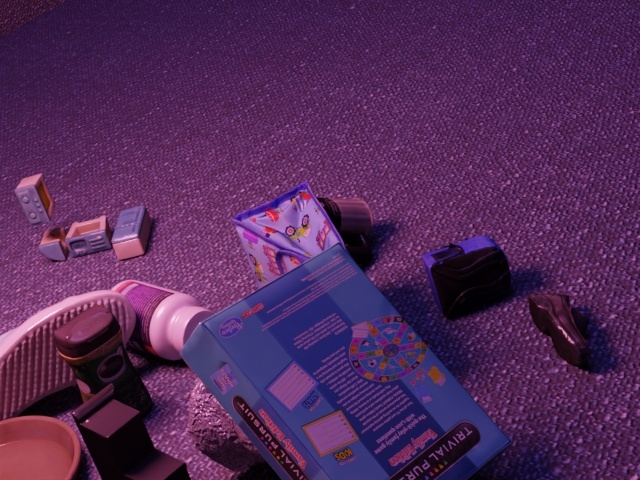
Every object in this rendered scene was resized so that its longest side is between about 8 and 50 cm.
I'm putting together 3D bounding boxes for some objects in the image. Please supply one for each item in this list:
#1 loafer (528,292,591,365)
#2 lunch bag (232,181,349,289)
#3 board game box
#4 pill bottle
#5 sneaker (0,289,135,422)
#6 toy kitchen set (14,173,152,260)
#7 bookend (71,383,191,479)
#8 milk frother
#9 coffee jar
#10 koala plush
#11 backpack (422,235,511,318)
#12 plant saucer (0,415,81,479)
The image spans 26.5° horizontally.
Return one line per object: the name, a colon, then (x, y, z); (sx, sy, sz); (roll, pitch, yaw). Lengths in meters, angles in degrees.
loafer: (0.348, 0.117, 1.903); (0.061, 0.062, 0.170); (-16, 30, -6)
lunch bag: (0.014, 0.077, 1.990); (0.138, 0.221, 0.293); (-27, 30, -15)
board game box: (0.032, 0.192, 1.644); (0.254, 0.079, 0.336); (-30, 74, -41)
pill bottle: (-0.251, 0.131, 2.161); (0.193, 0.108, 0.108); (12, 41, 43)
sneaker: (-0.462, 0.174, 2.130); (0.366, 0.135, 0.150); (-32, 30, -2)
toy kitchen set: (-0.442, -0.048, 2.518); (0.207, 0.166, 0.122); (-14, 29, 8)
bookend: (-0.239, 0.292, 1.822); (0.072, 0.157, 0.156); (-37, 34, -31)
milk frother: (0.000, 0.000, 2.273); (0.135, 0.129, 0.143); (2, -25, -46)
coffee jar: (-0.325, 0.190, 2.018); (0.096, 0.184, 0.079); (-35, 33, -29)
koala plush: (-0.066, 0.228, 1.769); (0.203, 0.196, 0.221); (-33, 12, -10)
backpack: (0.222, 0.042, 2.063); (0.120, 0.098, 0.101); (-19, 25, -1)
plant saucer: (-0.473, 0.356, 1.964); (0.278, 0.041, 0.278); (-13, 29, 7)
